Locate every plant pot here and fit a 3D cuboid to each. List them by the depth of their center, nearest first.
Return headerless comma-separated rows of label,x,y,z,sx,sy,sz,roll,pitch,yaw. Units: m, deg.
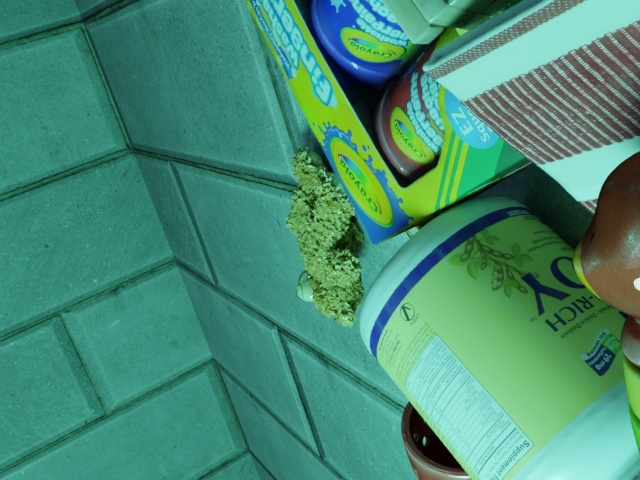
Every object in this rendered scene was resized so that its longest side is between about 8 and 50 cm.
plant pot,0.221,0.298,0.954,0.191,0.191,0.174,33,150,51

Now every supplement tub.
supplement tub,0.223,0.139,0.709,0.331,0.241,0.241,49,153,31

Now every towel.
towel,0.256,-0.059,0.436,0.329,0.037,0.237,33,157,-21

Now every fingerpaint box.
fingerpaint box,0.081,-0.258,0.703,0.445,0.163,0.371,63,157,4

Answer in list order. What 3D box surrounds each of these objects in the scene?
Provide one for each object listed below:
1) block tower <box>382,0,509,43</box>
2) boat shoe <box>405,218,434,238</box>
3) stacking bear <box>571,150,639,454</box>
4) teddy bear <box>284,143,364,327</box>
block tower,0.166,-0.262,0.400,0.335,0.097,0.091,-39,80,32
boat shoe,0.158,0.003,0.961,0.045,0.050,0.135,88,157,-50
stacking bear,0.245,0.076,0.402,0.164,0.175,0.289,-20,102,33
teddy bear,0.000,0.000,1.213,0.245,0.113,0.338,53,154,31
